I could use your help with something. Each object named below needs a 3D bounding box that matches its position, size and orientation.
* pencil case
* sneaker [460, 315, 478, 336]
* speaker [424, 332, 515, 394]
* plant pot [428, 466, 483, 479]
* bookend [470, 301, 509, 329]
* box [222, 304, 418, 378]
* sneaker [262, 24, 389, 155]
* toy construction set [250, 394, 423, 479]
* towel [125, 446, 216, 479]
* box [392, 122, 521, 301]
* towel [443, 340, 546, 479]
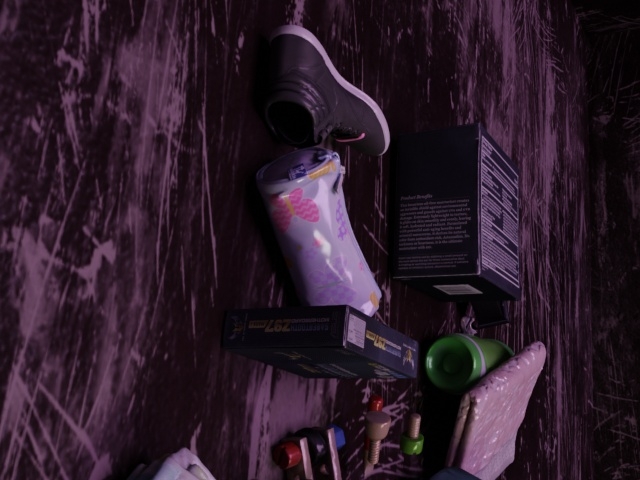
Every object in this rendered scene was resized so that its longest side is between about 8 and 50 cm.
[{"bbox_3d":[0.000,0.000,1.185,0.113,0.124,0.273,-128,-162,-64],"label":"pencil case"},{"bbox_3d":[0.343,0.214,1.855,0.032,0.037,0.083,-31,114,-60],"label":"sneaker"},{"bbox_3d":[0.326,0.265,1.725,0.296,0.131,0.131,18,70,-59],"label":"speaker"},{"bbox_3d":[0.296,0.579,1.428,0.293,0.235,0.293,-15,110,-47],"label":"plant pot"},{"bbox_3d":[0.372,0.089,1.852,0.156,0.072,0.157,-81,151,-53],"label":"bookend"},{"bbox_3d":[0.006,0.144,1.110,0.233,0.183,0.059,34,57,-55],"label":"box"},{"bbox_3d":[0.005,-0.180,1.251,0.296,0.105,0.146,42,52,-43],"label":"sneaker"},{"bbox_3d":[0.053,0.398,1.168,0.309,0.258,0.237,-44,141,-66],"label":"toy construction set"},{"bbox_3d":[-0.153,0.446,0.812,0.320,0.090,0.374,56,40,-21],"label":"towel"},{"bbox_3d":[0.281,-0.042,1.633,0.296,0.183,0.294,27,63,-59],"label":"box"},{"bbox_3d":[0.356,0.393,1.681,0.332,0.053,0.316,-20,125,-52],"label":"towel"}]
